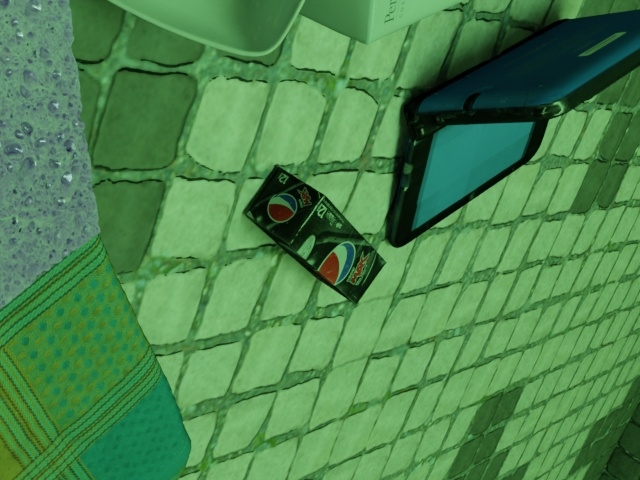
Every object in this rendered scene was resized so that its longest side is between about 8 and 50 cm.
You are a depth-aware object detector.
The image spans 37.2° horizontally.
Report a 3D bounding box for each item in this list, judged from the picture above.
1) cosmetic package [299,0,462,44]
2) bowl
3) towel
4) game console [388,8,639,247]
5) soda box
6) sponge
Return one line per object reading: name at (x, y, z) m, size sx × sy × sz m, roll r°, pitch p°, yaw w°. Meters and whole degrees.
cosmetic package at (0.065, -0.284, 0.634) m, size 0.224 × 0.138 × 0.224 m, roll -30°, pitch 140°, yaw -35°
bowl at (-0.065, -0.193, 0.555) m, size 0.053 × 0.142 × 0.142 m, roll -93°, pitch -153°, yaw -66°
towel at (-0.233, 0.148, 0.695) m, size 0.271 × 0.040 × 0.370 m, roll -42°, pitch 144°, yaw -26°
game console at (0.230, -0.115, 0.996) m, size 0.293 × 0.250 × 0.173 m, roll -33°, pitch 115°, yaw -36°
soda box at (0.000, 0.000, 0.867) m, size 0.053 × 0.060 × 0.169 m, roll -54°, pitch 149°, yaw -4°
sponge at (-0.177, -0.071, 0.521) m, size 0.117 × 0.031 × 0.210 m, roll -47°, pitch 142°, yaw -54°
